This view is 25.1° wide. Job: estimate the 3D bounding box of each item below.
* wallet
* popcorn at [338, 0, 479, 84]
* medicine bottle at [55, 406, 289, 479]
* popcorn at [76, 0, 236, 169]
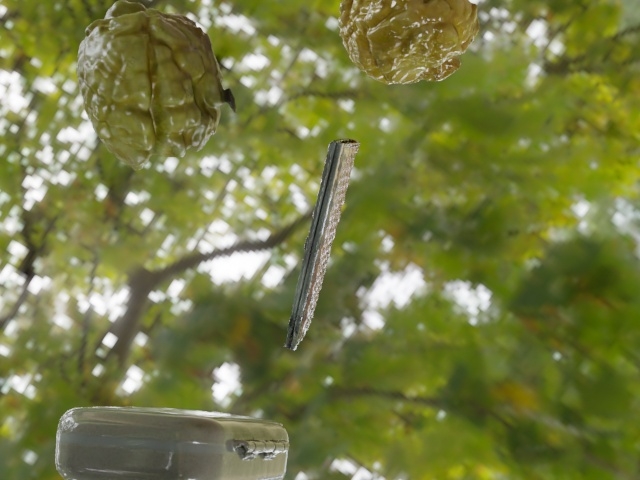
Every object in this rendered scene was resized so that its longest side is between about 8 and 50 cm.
[{"bbox_3d":[0.000,0.000,1.350,0.020,0.196,0.103,15,-171,9],"label":"wallet"},{"bbox_3d":[0.113,-0.273,1.820,0.180,0.180,0.170,34,-166,-2],"label":"popcorn"},{"bbox_3d":[-0.207,0.304,2.076,0.282,0.123,0.375,3,174,18],"label":"medicine bottle"},{"bbox_3d":[-0.167,-0.155,1.467,0.173,0.142,0.173,54,-167,-19],"label":"popcorn"}]
